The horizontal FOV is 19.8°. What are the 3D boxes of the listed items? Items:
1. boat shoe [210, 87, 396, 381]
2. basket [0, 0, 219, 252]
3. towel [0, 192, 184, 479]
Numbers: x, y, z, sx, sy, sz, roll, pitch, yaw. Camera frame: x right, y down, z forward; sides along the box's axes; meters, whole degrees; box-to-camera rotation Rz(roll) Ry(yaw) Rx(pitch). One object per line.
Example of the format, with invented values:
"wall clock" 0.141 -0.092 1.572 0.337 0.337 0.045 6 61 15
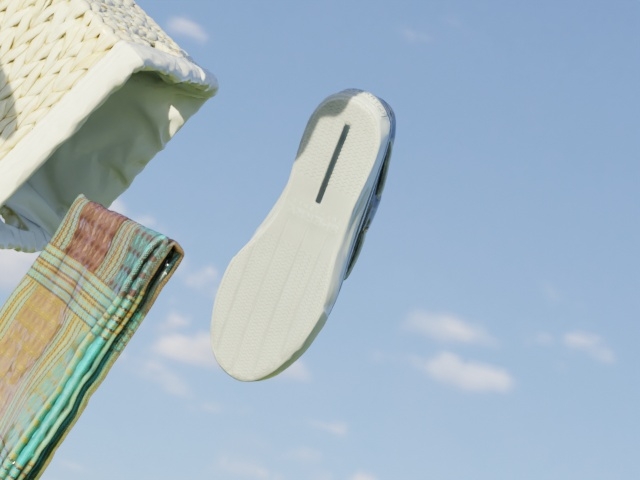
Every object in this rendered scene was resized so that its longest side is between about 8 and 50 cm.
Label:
"boat shoe" 0.000 0.000 1.919 0.121 0.335 0.119 33 16 19
"basket" -0.360 -0.183 2.304 0.266 0.331 0.328 46 10 11
"towel" -0.261 0.133 1.488 0.040 0.370 0.271 35 -6 -24
